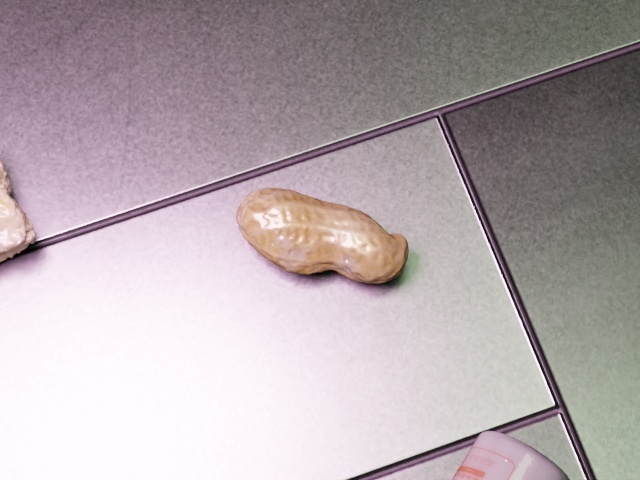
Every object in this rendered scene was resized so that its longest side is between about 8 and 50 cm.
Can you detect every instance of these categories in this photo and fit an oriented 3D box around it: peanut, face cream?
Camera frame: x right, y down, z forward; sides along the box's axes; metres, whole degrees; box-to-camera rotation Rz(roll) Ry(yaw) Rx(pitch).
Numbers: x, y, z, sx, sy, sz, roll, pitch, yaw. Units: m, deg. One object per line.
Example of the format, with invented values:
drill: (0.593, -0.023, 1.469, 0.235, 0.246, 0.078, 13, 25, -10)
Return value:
peanut: (0.000, 0.000, 1.547, 0.175, 0.080, 0.080, 16, 72, 3)
face cream: (0.126, 0.302, 1.429, 0.101, 0.101, 0.251, 32, 74, 10)

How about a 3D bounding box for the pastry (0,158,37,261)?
pastry: (-0.404, 0.014, 1.535, 0.258, 0.089, 0.121, -34, 70, -9)
